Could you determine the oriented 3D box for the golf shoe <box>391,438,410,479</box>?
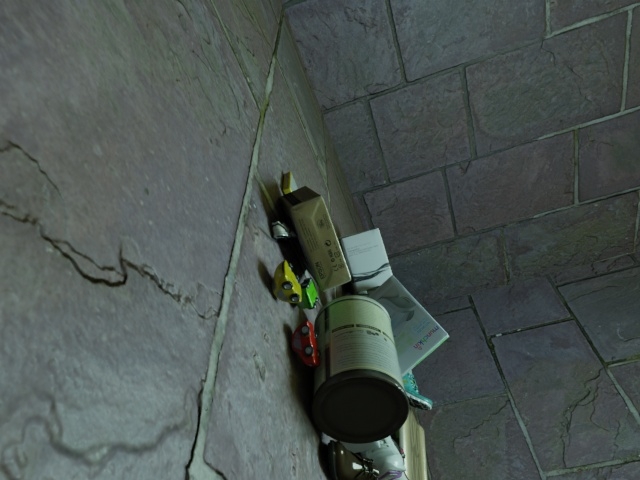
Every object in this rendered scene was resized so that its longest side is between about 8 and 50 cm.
[{"bbox_3d":[0.218,0.730,1.429,0.120,0.105,0.273,59,7,-13],"label":"golf shoe"}]

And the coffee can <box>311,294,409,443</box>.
[{"bbox_3d":[0.083,0.286,1.048,0.275,0.201,0.201,-90,160,-61],"label":"coffee can"}]

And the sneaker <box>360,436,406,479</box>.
[{"bbox_3d":[0.144,0.561,1.214,0.305,0.114,0.152,92,-19,-72],"label":"sneaker"}]

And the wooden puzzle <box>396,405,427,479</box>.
[{"bbox_3d":[0.369,0.885,1.888,0.348,0.080,0.322,58,28,-45],"label":"wooden puzzle"}]

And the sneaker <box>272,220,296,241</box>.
[{"bbox_3d":[-0.088,-0.023,1.101,0.109,0.040,0.044,27,46,-76],"label":"sneaker"}]

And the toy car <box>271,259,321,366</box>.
[{"bbox_3d":[-0.047,0.144,1.023,0.225,0.053,0.239,-57,130,-77],"label":"toy car"}]

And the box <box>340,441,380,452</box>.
[{"bbox_3d":[0.086,0.431,1.165,0.170,0.091,0.130,-91,162,-56],"label":"box"}]

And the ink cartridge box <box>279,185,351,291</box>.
[{"bbox_3d":[-0.017,-0.010,1.177,0.193,0.088,0.235,-138,-154,-71],"label":"ink cartridge box"}]

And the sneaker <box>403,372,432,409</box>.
[{"bbox_3d":[0.366,0.618,1.930,0.275,0.110,0.107,29,-23,42],"label":"sneaker"}]

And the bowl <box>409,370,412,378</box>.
[{"bbox_3d":[0.348,0.569,2.191,0.298,0.134,0.298,-16,90,-80],"label":"bowl"}]

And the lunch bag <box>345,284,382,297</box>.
[{"bbox_3d":[0.199,0.312,1.598,0.256,0.212,0.305,6,67,-79],"label":"lunch bag"}]

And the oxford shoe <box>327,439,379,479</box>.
[{"bbox_3d":[0.077,0.502,1.007,0.083,0.096,0.227,-92,161,-46],"label":"oxford shoe"}]

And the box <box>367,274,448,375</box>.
[{"bbox_3d":[0.200,0.278,1.330,0.231,0.262,0.127,49,4,20],"label":"box"}]

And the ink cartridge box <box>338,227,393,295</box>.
[{"bbox_3d":[0.206,0.162,1.884,0.285,0.166,0.395,85,-11,-87],"label":"ink cartridge box"}]

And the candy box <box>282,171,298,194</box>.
[{"bbox_3d":[-0.064,-0.095,1.365,0.105,0.027,0.206,-97,166,-56],"label":"candy box"}]
